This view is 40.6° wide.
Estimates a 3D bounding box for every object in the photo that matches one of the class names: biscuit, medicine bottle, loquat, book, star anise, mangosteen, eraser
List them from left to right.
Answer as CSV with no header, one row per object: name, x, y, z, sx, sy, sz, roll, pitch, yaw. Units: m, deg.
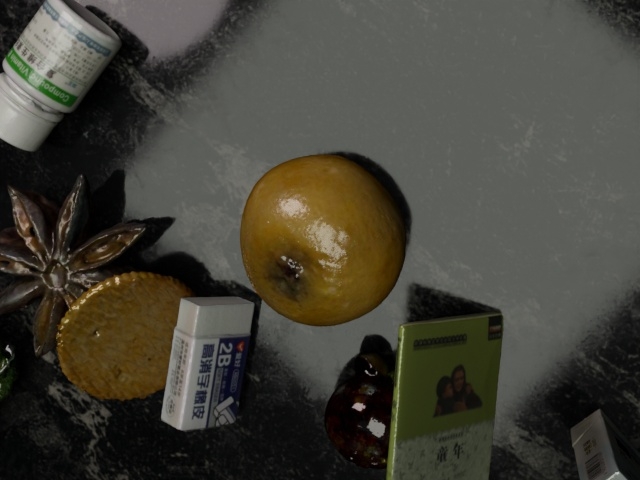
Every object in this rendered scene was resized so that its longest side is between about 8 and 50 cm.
medicine bottle,-0.444,-0.270,1.405,0.139,0.139,0.237,41,101,1
star anise,-0.426,0.043,1.451,0.331,0.117,0.332,0,101,1
biscuit,-0.308,0.158,1.423,0.254,0.035,0.254,-13,124,-20
eraser,-0.184,0.200,1.432,0.068,0.124,0.210,18,101,46
loquat,0.000,0.000,1.320,0.263,0.263,0.263,1,97,8
mangosteen,0.089,0.274,1.396,0.172,0.172,0.184,0,69,8
book,0.192,0.293,1.353,0.035,0.239,0.352,12,100,47

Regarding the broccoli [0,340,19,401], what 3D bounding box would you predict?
broccoli,-0.666,0.253,1.422,0.321,0.283,0.304,6,114,-23

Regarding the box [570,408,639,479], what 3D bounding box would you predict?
box,0.458,0.368,1.305,0.067,0.243,0.155,-41,89,15
